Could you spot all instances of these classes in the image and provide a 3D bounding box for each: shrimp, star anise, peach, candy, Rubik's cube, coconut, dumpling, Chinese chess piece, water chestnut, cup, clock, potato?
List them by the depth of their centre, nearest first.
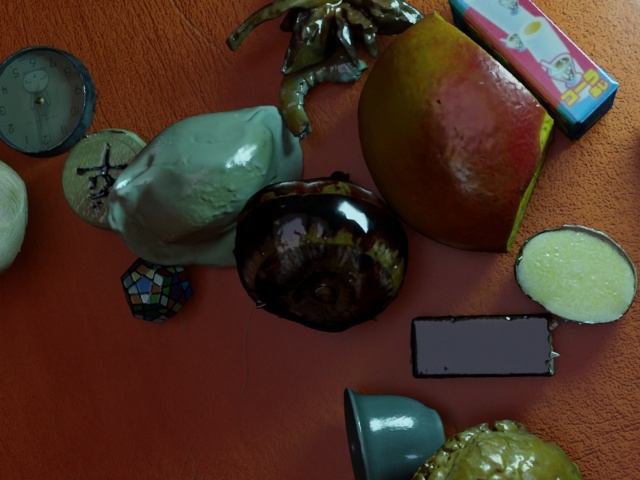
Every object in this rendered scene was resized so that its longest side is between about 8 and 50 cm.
[{"bbox_3d":[0.215,-0.154,1.653,0.306,0.242,0.380,-44,82,18],"label":"peach"},{"bbox_3d":[0.348,-0.312,1.680,0.100,0.157,0.306,-44,78,6],"label":"candy"},{"bbox_3d":[0.418,0.063,1.680,0.200,0.081,0.164,19,83,11],"label":"potato"},{"bbox_3d":[0.128,0.332,1.693,0.150,0.199,0.199,-9,84,-6],"label":"cup"},{"bbox_3d":[0.000,0.000,1.699,0.300,0.300,0.300,-1,86,13],"label":"water chestnut"},{"bbox_3d":[-0.199,-0.094,1.765,0.321,0.212,0.270,-14,80,12],"label":"dumpling"},{"bbox_3d":[0.022,-0.415,1.775,0.350,0.109,0.292,8,64,16],"label":"star anise"},{"bbox_3d":[0.004,-0.258,1.794,0.161,0.049,0.166,-1,69,12],"label":"shrimp"},{"bbox_3d":[-0.295,0.082,1.826,0.133,0.112,0.133,-1,86,15],"label":"Rubik's cube"},{"bbox_3d":[-0.664,-0.035,1.836,0.254,0.297,0.297,40,96,-16],"label":"coconut"},{"bbox_3d":[-0.382,-0.113,1.876,0.188,0.083,0.188,-1,85,11],"label":"Chinese chess piece"},{"bbox_3d":[-0.535,-0.266,1.942,0.215,0.042,0.215,-1,86,13],"label":"clock"}]

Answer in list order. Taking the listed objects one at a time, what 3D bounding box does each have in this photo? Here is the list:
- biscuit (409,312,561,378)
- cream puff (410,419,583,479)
[{"bbox_3d":[0.276,0.176,1.708,0.252,0.070,0.106,-3,86,13],"label":"biscuit"},{"bbox_3d":[0.273,0.453,1.599,0.343,0.231,0.327,39,77,-30],"label":"cream puff"}]
